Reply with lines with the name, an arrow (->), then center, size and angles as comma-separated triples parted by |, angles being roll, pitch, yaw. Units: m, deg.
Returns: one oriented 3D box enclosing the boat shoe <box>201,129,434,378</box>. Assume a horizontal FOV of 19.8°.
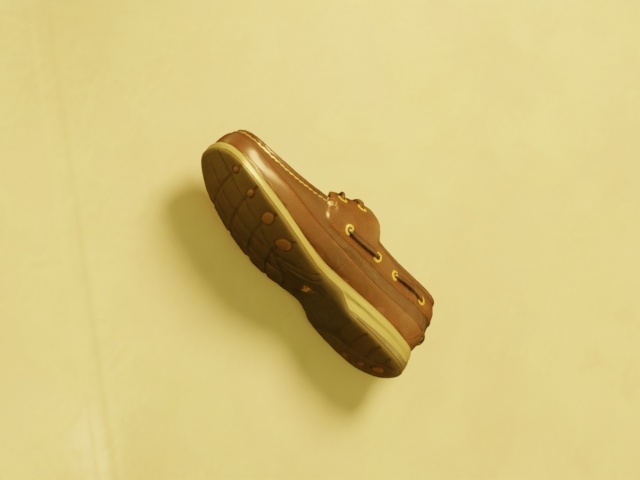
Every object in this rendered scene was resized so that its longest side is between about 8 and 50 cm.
boat shoe -> 0.000, 0.000, 1.057 | 0.178, 0.064, 0.060 | 49, 63, -21
